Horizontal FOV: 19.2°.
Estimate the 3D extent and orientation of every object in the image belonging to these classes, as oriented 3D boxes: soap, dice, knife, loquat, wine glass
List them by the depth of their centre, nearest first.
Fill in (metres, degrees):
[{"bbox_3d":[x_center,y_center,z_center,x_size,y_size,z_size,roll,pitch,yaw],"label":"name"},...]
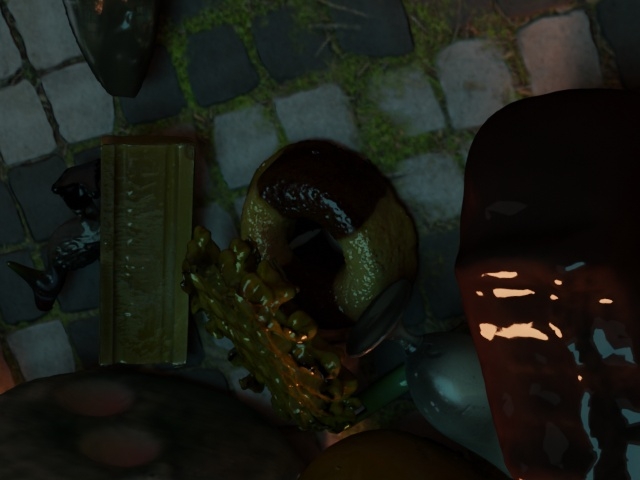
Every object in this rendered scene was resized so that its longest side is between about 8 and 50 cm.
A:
[{"bbox_3d":[0.126,0.129,1.716,0.202,0.093,0.093,40,125,-17],"label":"wine glass"},{"bbox_3d":[0.070,0.292,1.755,0.235,0.235,0.235,10,114,23],"label":"loquat"},{"bbox_3d":[0.089,0.137,1.812,0.212,0.015,0.054,-35,99,32],"label":"knife"},{"bbox_3d":[-0.171,0.011,1.849,0.092,0.037,0.252,1,119,-6],"label":"soap"},{"bbox_3d":[-0.199,0.343,1.855,0.348,0.328,0.330,16,117,21],"label":"dice"}]

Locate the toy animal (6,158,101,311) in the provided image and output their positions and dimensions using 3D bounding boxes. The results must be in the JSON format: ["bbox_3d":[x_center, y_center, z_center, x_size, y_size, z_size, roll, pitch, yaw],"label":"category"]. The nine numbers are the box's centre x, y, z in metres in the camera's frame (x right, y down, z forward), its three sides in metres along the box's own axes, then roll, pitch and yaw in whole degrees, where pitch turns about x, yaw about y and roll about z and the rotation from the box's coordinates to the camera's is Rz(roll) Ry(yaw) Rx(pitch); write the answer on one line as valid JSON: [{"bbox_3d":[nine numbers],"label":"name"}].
[{"bbox_3d":[-0.242,-0.001,1.896,0.105,0.070,0.202,31,118,-9],"label":"toy animal"}]

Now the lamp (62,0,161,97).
[{"bbox_3d":[-0.196,-0.250,1.753,0.101,0.101,0.250,10,117,23],"label":"lamp"}]

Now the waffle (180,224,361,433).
[{"bbox_3d":[-0.050,0.091,1.776,0.228,0.051,0.232,43,158,17],"label":"waffle"}]

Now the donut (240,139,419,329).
[{"bbox_3d":[0.000,0.000,1.769,0.166,0.073,0.184,-24,99,29],"label":"donut"}]

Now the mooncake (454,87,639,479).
[{"bbox_3d":[0.222,0.055,1.540,0.174,0.334,0.326,-3,148,29],"label":"mooncake"}]
